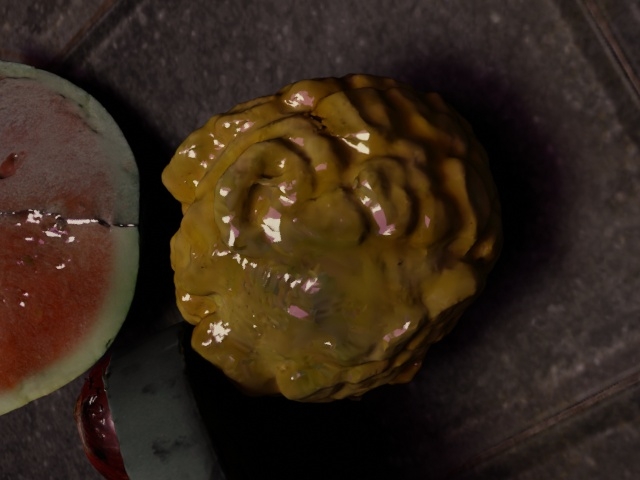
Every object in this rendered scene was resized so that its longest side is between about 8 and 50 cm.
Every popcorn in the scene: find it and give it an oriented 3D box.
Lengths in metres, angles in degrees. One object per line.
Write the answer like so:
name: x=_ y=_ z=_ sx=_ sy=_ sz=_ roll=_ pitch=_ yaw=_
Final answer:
popcorn: x=0.000 y=0.000 z=0.957 sx=0.250 sy=0.190 sz=0.250 roll=2 pitch=112 yaw=4

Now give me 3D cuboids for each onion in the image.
onion: x=-0.148 y=0.150 z=1.175 sx=0.131 sy=0.131 sz=0.131 roll=10 pitch=106 yaw=38

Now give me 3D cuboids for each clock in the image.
clock: x=-0.052 y=0.200 z=1.005 sx=0.061 sy=0.312 sz=0.312 roll=-29 pitch=79 yaw=4

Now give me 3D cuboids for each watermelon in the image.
watermelon: x=-0.247 y=0.002 z=1.201 sx=0.256 sy=0.176 sz=0.260 roll=34 pitch=138 yaw=47
